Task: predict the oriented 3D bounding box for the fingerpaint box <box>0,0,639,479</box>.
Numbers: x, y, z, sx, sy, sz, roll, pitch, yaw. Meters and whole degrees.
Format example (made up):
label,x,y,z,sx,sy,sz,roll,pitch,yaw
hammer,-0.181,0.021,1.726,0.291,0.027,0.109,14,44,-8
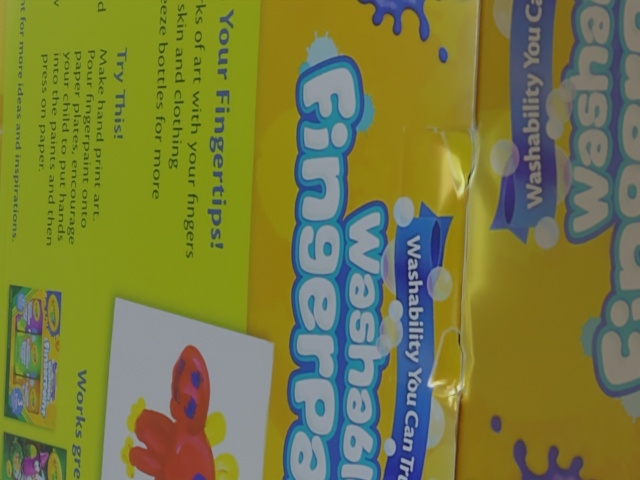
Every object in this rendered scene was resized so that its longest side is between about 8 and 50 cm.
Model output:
label,x,y,z,sx,sy,sz,roll,pitch,yaw
fingerpaint box,0.000,0.000,0.798,0.163,0.445,0.371,1,1,-38
